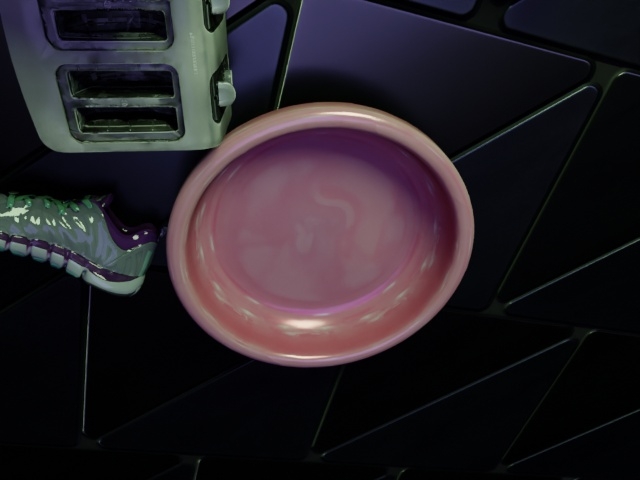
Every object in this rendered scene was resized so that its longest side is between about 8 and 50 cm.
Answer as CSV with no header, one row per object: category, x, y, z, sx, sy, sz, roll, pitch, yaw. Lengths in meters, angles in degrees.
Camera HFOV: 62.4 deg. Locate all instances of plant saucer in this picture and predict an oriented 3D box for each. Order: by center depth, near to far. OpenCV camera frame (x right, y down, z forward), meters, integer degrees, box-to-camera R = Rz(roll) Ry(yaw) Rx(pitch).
plant saucer,0.000,0.000,0.600,0.332,0.084,0.332,-3,122,-5

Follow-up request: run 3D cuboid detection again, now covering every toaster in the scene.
toaster,-0.168,-0.172,0.450,0.186,0.110,0.168,-2,122,-7

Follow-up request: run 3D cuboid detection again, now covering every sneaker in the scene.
sneaker,-0.280,-0.027,0.562,0.224,0.083,0.098,29,94,-28
